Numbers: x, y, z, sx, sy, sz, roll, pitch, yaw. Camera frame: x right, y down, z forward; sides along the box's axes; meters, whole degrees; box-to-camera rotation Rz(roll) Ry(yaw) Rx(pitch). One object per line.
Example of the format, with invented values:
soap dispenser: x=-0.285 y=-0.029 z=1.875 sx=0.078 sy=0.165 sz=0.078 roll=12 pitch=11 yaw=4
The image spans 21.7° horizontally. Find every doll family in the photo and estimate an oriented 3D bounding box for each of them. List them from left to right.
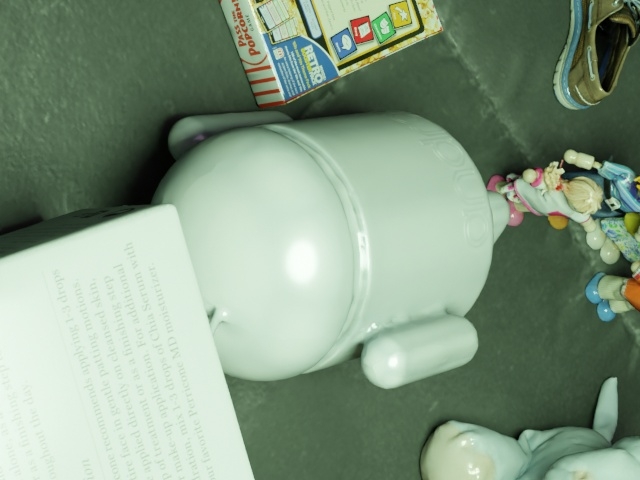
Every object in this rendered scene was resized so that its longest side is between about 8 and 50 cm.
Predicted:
doll family: x=0.294 y=-0.024 z=1.596 sx=0.263 sy=0.163 sz=0.118 roll=40 pitch=68 yaw=-27

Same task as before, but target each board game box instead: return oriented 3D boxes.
board game box: x=0.006 y=-0.219 z=1.472 sx=0.193 sy=0.045 sz=0.146 roll=-27 pitch=104 yaw=-32

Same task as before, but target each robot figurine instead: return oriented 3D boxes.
robot figurine: x=0.000 y=0.000 z=1.348 sx=0.353 sy=0.300 sz=0.200 roll=-12 pitch=139 yaw=-48

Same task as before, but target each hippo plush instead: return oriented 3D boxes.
hippo plush: x=0.254 y=0.267 z=1.517 sx=0.294 sy=0.236 sz=0.234 roll=-8 pitch=93 yaw=-35

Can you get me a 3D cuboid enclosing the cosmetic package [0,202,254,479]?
cosmetic package: x=-0.292 y=0.146 z=1.121 sx=0.453 sy=0.161 sz=0.230 roll=-20 pitch=100 yaw=-31

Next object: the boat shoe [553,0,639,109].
boat shoe: x=0.288 y=-0.217 z=1.655 sx=0.066 sy=0.066 sz=0.183 roll=19 pitch=79 yaw=-33
